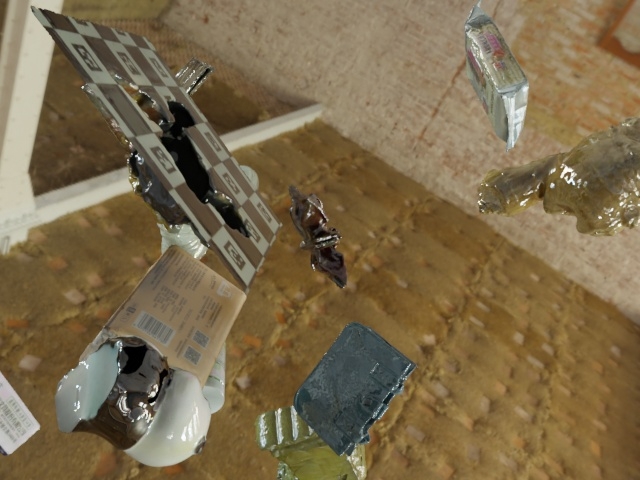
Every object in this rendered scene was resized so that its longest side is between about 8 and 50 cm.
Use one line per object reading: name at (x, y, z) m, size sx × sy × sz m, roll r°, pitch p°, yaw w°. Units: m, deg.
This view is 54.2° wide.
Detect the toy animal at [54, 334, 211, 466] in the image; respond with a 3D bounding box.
toy animal at (-0.233, 0.213, 0.822) m, size 0.179 × 0.166 × 0.138 m, roll 37°, pitch -120°, yaw -28°

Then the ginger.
ginger at (0.226, -0.042, 0.561) m, size 0.067 × 0.165 × 0.096 m, roll 18°, pitch -122°, yaw -51°

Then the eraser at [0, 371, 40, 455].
eraser at (-0.655, 0.282, 1.198) m, size 0.130 × 0.287 × 0.086 m, roll 26°, pitch -128°, yaw 32°

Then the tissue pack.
tissue pack at (-0.323, 0.200, 1.273) m, size 0.239 × 0.238 × 0.305 m, roll 25°, pitch -149°, yaw -4°

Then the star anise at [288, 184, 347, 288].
star anise at (0.000, 0.001, 1.439) m, size 0.088 × 0.288 × 0.288 m, roll -23°, pitch -133°, yaw -10°

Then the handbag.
handbag at (0.068, 0.295, 1.250) m, size 0.179 × 0.229 × 0.062 m, roll 38°, pitch -179°, yaw 35°

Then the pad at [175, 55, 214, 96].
pad at (-0.354, -0.393, 1.593) m, size 0.022 × 0.174 × 0.233 m, roll 40°, pitch -176°, yaw -32°

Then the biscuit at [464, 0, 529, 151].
biscuit at (0.381, -0.361, 1.373) m, size 0.079 × 0.186 × 0.309 m, roll -14°, pitch -125°, yaw 1°

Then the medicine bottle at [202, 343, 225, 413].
medicine bottle at (-0.253, 0.289, 1.384) m, size 0.086 × 0.086 × 0.183 m, roll 17°, pitch -153°, yaw -17°

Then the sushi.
sushi at (-0.188, -0.104, 0.777) m, size 0.343 × 0.064 × 0.359 m, roll 54°, pitch -170°, yaw -10°

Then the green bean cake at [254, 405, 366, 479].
green bean cake at (-0.021, 0.493, 1.464) m, size 0.233 × 0.236 × 0.124 m, roll -16°, pitch -145°, yaw 8°

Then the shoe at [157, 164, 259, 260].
shoe at (-0.265, -0.095, 1.423) m, size 0.124 × 0.159 × 0.316 m, roll 17°, pitch -123°, yaw 25°
